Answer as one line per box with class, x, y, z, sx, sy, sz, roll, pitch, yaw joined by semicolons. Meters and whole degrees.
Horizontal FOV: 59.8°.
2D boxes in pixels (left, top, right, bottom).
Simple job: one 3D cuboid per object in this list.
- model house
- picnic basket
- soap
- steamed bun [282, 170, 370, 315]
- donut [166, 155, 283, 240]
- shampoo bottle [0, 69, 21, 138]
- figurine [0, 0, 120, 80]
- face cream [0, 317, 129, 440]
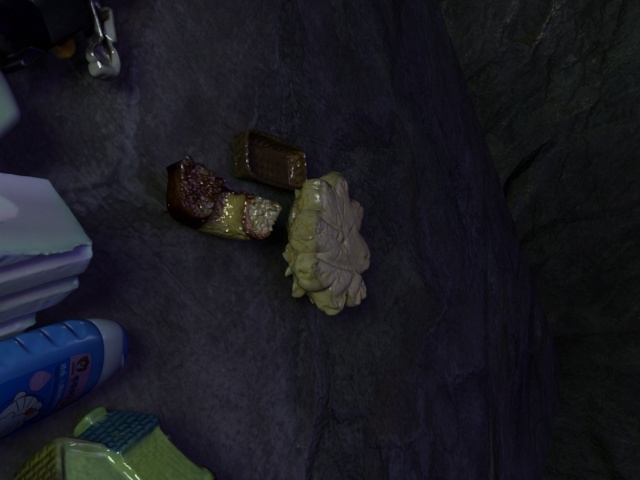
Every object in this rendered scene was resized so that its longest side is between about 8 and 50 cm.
model house;-0.282;0.328;0.724;0.189;0.195;0.214;50;25;0
picnic basket;-0.102;-0.159;1.146;0.193;0.055;0.110;11;72;-52
soap;-0.412;0.046;0.540;0.115;0.208;0.347;49;35;13
steamed bun;0.000;0.000;1.173;0.295;0.137;0.292;62;35;-33
donut;-0.180;-0.057;0.952;0.217;0.141;0.085;22;74;-40
shampoo bottle;-0.493;-0.214;0.552;0.349;0.151;0.222;57;47;-30
figurine;-0.382;-0.352;0.744;0.308;0.143;0.308;23;51;-32
face cream;-0.345;0.167;0.685;0.083;0.149;0.264;38;22;16
